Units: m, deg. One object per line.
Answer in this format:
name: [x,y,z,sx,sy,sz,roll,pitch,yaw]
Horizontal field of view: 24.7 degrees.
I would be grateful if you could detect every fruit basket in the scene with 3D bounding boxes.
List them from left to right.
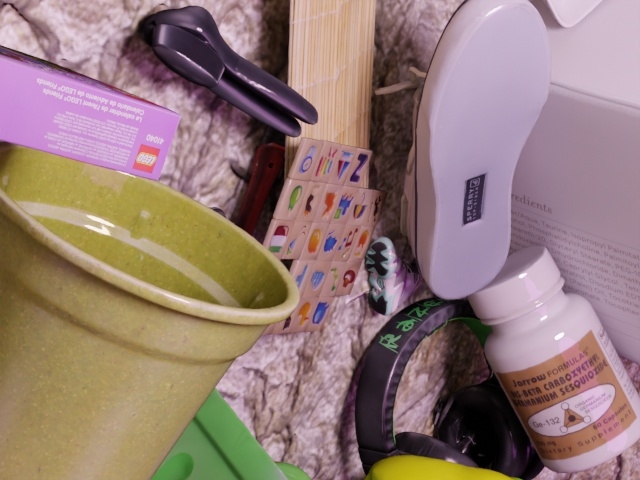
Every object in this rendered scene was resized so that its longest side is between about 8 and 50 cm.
fruit basket: [0.026,0.306,1.460,0.392,0.283,0.392,-16,126,-24]

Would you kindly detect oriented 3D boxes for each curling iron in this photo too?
curling iron: [-0.054,-0.084,1.389,0.068,0.035,0.274,31,85,-47]

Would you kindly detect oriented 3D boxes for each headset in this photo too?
headset: [0.143,0.254,1.700,0.243,0.185,0.394,-31,113,-37]

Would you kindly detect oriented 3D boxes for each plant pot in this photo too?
plant pot: [-0.196,0.094,1.190,0.276,0.276,0.254,12,111,-47]

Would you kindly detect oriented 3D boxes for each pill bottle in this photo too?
pill bottle: [0.255,0.128,1.609,0.131,0.131,0.229,-35,102,-29]

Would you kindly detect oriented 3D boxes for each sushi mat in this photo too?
sushi mat: [0.010,-0.164,1.397,0.151,0.019,0.316,-35,134,-52]

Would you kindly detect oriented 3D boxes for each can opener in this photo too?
can opener: [-0.081,-0.144,1.295,0.186,0.059,0.073,32,55,-35]

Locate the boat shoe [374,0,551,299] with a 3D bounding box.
boat shoe: [0.133,-0.120,1.479,0.136,0.156,0.367,-18,137,-17]

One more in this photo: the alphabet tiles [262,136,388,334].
alphabet tiles: [0.000,0.000,1.443,0.237,0.009,0.198,2,109,-66]

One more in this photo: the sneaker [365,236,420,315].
sneaker: [0.084,0.027,1.581,0.069,0.038,0.098,-30,137,-34]

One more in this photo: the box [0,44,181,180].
box: [-0.271,-0.122,1.033,0.293,0.201,0.057,14,98,-48]

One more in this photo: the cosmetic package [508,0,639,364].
cosmetic package: [0.392,-0.103,1.613,0.329,0.327,0.394,-41,131,-24]

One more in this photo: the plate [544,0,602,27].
plate: [0.264,-0.401,1.506,0.277,0.045,0.278,-42,112,-26]
